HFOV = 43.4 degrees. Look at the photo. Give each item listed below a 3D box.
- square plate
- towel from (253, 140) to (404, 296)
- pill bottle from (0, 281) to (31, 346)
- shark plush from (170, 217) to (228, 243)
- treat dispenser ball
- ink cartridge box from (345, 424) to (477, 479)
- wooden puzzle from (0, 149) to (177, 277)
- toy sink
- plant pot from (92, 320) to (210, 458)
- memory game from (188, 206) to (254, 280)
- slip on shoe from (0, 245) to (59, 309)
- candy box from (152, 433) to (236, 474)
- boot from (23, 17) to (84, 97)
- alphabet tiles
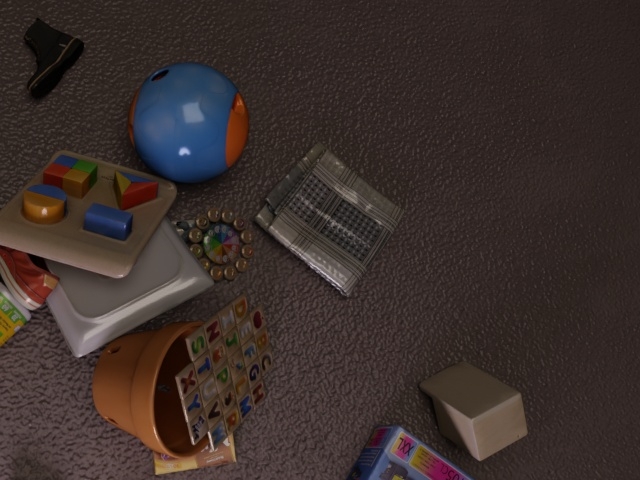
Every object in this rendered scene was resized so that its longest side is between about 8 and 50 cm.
[{"bbox_3d":[-0.478,0.052,1.854,0.347,0.049,0.344,-28,61,-20],"label":"square plate"},{"bbox_3d":[0.029,-0.067,2.092,0.324,0.056,0.312,39,65,-2],"label":"towel"},{"bbox_3d":[-0.767,0.204,1.749,0.136,0.136,0.246,43,68,-1],"label":"pill bottle"},{"bbox_3d":[-0.312,-0.021,2.008,0.161,0.073,0.067,-10,98,-39],"label":"shark plush"},{"bbox_3d":[-0.316,-0.281,1.936,0.288,0.288,0.288,4,74,-15],"label":"treat dispenser ball"},{"bbox_3d":[0.166,0.673,1.887,0.270,0.151,0.395,35,70,-4],"label":"ink cartridge box"},{"bbox_3d":[-0.525,-0.086,1.824,0.322,0.080,0.348,16,38,0],"label":"wooden puzzle"},{"bbox_3d":[0.377,0.424,2.011,0.153,0.234,0.131,-22,112,-22],"label":"toy sink"},{"bbox_3d":[-0.356,0.313,1.763,0.203,0.291,0.291,3,69,27],"label":"plant pot"},{"bbox_3d":[-0.244,0.009,1.992,0.186,0.012,0.186,5,81,-34],"label":"memory game"},{"bbox_3d":[-0.688,0.005,1.806,0.101,0.123,0.331,-38,67,-2],"label":"slip on shoe"},{"bbox_3d":[-0.294,0.472,1.858,0.186,0.053,0.109,-4,76,-16],"label":"candy box"},{"bbox_3d":[-0.701,-0.454,1.996,0.137,0.077,0.198,31,56,-1],"label":"boot"},{"bbox_3d":[-0.206,0.292,1.813,0.342,0.011,0.285,-40,126,-54],"label":"alphabet tiles"}]
